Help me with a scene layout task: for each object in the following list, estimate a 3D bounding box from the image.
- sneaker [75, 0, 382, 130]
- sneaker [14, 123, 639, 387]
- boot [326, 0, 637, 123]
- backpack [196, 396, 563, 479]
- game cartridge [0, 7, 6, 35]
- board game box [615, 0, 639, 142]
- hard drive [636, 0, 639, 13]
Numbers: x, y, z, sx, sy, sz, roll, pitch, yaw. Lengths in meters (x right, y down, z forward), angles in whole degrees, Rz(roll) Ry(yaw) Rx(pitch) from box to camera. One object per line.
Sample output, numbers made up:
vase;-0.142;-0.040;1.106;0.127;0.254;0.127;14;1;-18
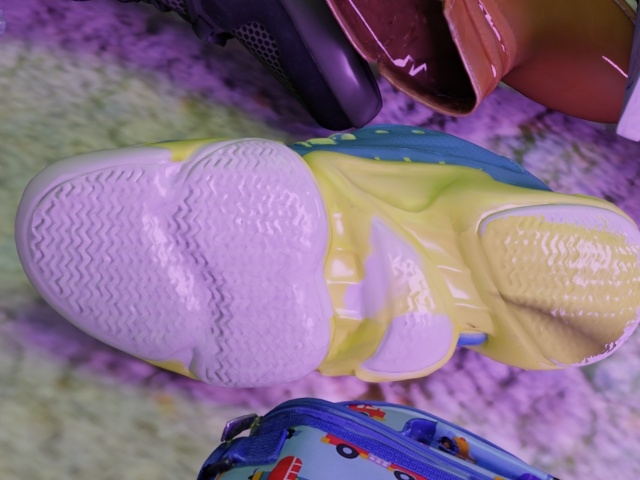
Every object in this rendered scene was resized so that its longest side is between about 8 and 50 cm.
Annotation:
sneaker;-0.074;-0.123;0.842;0.227;0.130;0.087;51;6;-2
sneaker;0.000;0.000;0.704;0.240;0.091;0.126;9;15;-15
boot;0.078;-0.092;0.842;0.197;0.073;0.152;32;26;-10
backpack;0.026;0.109;0.503;0.158;0.117;0.173;26;30;10
game cartridge;-0.182;-0.118;0.834;0.056;0.017;0.083;1;36;-32
board game box;0.312;-0.092;0.884;0.319;0.066;0.318;19;32;1
hard drive;0.308;-0.046;0.934;0.237;0.064;0.339;11;33;-13
